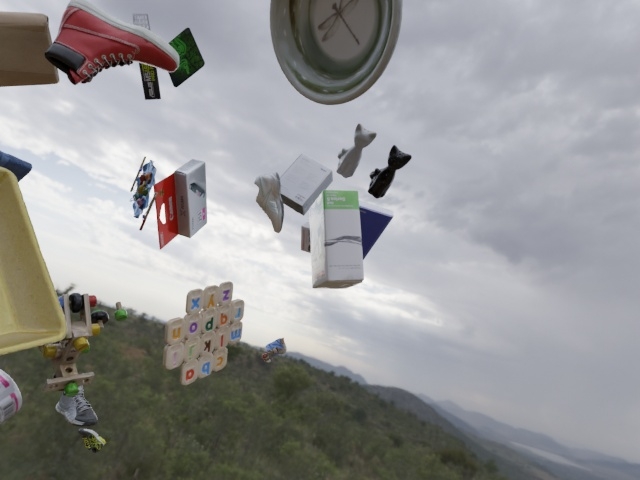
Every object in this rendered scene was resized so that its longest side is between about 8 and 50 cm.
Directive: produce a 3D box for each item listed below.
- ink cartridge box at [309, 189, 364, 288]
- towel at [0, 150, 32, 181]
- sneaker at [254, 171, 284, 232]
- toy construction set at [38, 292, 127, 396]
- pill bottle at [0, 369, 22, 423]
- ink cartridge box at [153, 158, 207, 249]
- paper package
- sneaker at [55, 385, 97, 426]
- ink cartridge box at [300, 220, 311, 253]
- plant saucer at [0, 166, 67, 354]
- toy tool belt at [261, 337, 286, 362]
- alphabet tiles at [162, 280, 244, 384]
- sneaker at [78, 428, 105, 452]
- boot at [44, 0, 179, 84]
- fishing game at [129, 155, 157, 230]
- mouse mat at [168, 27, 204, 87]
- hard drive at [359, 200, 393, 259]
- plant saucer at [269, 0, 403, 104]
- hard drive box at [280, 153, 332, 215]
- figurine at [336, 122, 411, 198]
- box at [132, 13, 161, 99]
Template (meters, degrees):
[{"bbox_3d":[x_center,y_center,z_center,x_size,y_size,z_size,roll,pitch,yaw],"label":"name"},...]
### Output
[{"bbox_3d":[0.044,0.004,1.390,0.114,0.273,0.198,1,-13,-14],"label":"ink cartridge box"},{"bbox_3d":[-0.694,-0.166,0.976,0.067,0.029,0.119,-33,-21,10],"label":"towel"},{"bbox_3d":[-0.121,-0.089,1.087,0.061,0.152,0.054,-5,25,3],"label":"sneaker"},{"bbox_3d":[-0.724,0.290,1.250,0.257,0.237,0.309,-33,-31,6],"label":"toy construction set"},{"bbox_3d":[-0.985,0.484,1.216,0.160,0.161,0.283,11,23,18],"label":"pill bottle"},{"bbox_3d":[-0.502,-0.128,1.658,0.060,0.239,0.275,16,-55,12],"label":"ink cartridge box"},{"bbox_3d":[-0.842,-0.457,1.094,0.324,0.168,0.309,-17,26,-36],"label":"paper package"},{"bbox_3d":[-0.890,0.586,1.664,0.228,0.132,0.086,8,-5,33],"label":"sneaker"},{"bbox_3d":[0.000,0.000,1.576,0.135,0.099,0.056,16,28,29],"label":"ink cartridge box"},{"bbox_3d":[-0.591,0.041,0.654,0.081,0.333,0.332,-32,-13,29],"label":"plant saucer"},{"bbox_3d":[-0.143,0.324,1.364,0.052,0.083,0.051,49,-22,37],"label":"toy tool belt"},{"bbox_3d":[-0.326,0.260,1.297,0.021,0.278,0.284,14,14,32],"label":"alphabet tiles"},{"bbox_3d":[-0.558,0.486,1.100,0.031,0.035,0.083,-10,-51,27],"label":"sneaker"},{"bbox_3d":[-0.444,-0.386,0.983,0.244,0.176,0.088,19,-20,-22],"label":"boot"},{"bbox_3d":[-0.550,-0.161,1.392,0.041,0.189,0.264,16,28,-36],"label":"fishing game"},{"bbox_3d":[-0.511,-0.675,1.672,0.152,0.190,0.007,-31,-19,17],"label":"mouse mat"},{"bbox_3d":[0.142,-0.033,1.919,0.210,0.040,0.319,16,-45,-14],"label":"hard drive"},{"bbox_3d":[0.045,-0.537,1.096,0.400,0.401,0.100,0,15,44],"label":"plant saucer"},{"bbox_3d":[-0.081,-0.256,2.069,0.181,0.232,0.089,32,-21,18],"label":"hard drive box"},{"bbox_3d":[0.169,-0.268,1.493,0.214,0.092,0.209,32,-33,-2],"label":"figurine"},{"bbox_3d":[-0.649,-0.686,1.690,0.060,0.270,0.216,-9,-43,-17],"label":"box"}]
